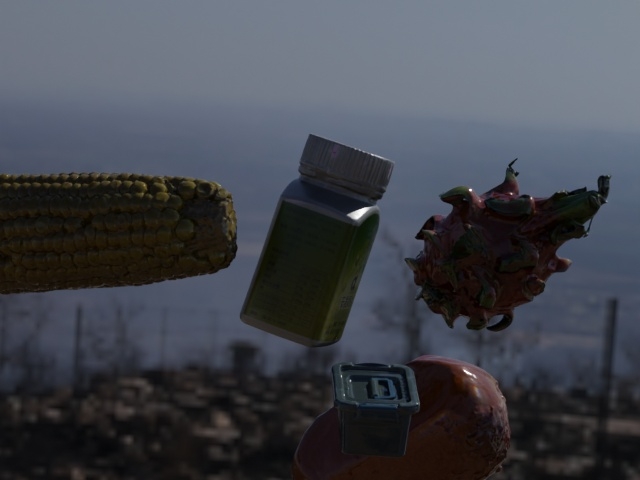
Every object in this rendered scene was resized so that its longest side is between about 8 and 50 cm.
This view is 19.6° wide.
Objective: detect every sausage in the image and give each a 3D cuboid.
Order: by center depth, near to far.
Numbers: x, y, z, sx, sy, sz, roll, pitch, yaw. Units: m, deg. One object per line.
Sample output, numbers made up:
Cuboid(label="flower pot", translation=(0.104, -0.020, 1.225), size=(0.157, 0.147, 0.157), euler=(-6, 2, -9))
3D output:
Cuboid(label="sausage", translation=(0.085, 0.233, 2.039), size=(0.268, 0.153, 0.141), euler=(-33, -46, 17))

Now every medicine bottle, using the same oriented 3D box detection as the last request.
Cuboid(label="medicine bottle", translation=(0.000, 0.000, 1.763), size=(0.088, 0.189, 0.132), euler=(20, 4, 12))

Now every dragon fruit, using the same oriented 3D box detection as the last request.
Cuboid(label="dragon fruit", translation=(0.192, -0.006, 1.886), size=(0.137, 0.236, 0.135), euler=(52, 21, 19))

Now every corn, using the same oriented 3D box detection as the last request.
Cuboid(label="corn", translation=(-0.229, -0.007, 1.714), size=(0.321, 0.119, 0.119), euler=(1, 3, 15))

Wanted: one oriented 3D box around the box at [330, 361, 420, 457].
Cuboid(label="box", translation=(0.046, 0.148, 1.611), size=(0.074, 0.054, 0.099), euler=(1, 19, -2))
